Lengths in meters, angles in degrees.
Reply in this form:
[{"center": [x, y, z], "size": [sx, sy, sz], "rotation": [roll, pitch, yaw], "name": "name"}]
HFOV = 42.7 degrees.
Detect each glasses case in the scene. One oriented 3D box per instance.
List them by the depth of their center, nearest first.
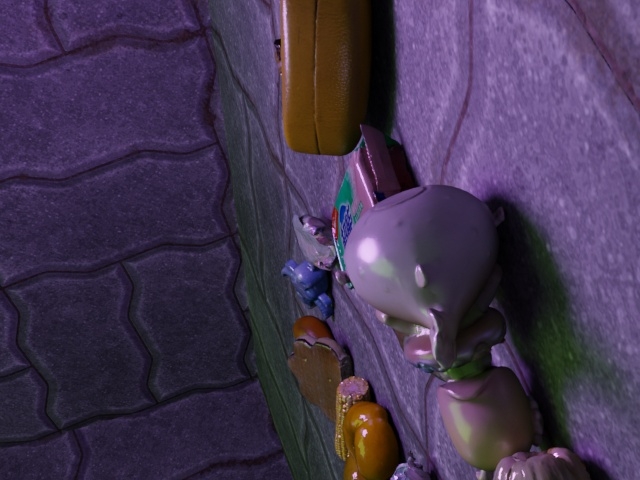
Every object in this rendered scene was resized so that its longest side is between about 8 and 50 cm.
[{"center": [0.014, -0.302, 1.327], "size": [0.173, 0.141, 0.371], "rotation": [-74, -13, -53], "name": "glasses case"}]

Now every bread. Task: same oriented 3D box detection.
[{"center": [0.001, 0.345, 2.137], "size": [0.207, 0.056, 0.286], "rotation": [28, 136, 33], "name": "bread"}]

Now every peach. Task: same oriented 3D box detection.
[{"center": [0.113, 0.446, 1.823], "size": [0.179, 0.103, 0.179], "rotation": [169, 90, -74], "name": "peach"}]

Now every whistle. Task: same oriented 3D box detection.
[{"center": [-0.029, 0.114, 2.119], "size": [0.180, 0.093, 0.269], "rotation": [45, 158, 17], "name": "whistle"}]

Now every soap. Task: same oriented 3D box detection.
[{"center": [0.093, -0.040, 1.403], "size": [0.273, 0.098, 0.217], "rotation": [110, 150, -65], "name": "soap"}]

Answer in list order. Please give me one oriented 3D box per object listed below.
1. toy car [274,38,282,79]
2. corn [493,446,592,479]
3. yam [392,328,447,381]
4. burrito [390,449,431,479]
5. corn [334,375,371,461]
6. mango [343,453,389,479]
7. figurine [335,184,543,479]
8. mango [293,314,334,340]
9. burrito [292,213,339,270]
[{"center": [-0.014, -0.339, 1.544], "size": [0.257, 0.101, 0.124], "rotation": [-156, 51, -76], "name": "toy car"}, {"center": [0.286, 0.391, 0.933], "size": [0.122, 0.123, 0.305], "rotation": [31, -139, -71], "name": "corn"}, {"center": [0.169, 0.143, 1.261], "size": [0.106, 0.106, 0.259], "rotation": [89, 164, -45], "name": "yam"}, {"center": [0.191, 0.598, 1.641], "size": [0.139, 0.101, 0.445], "rotation": [45, 147, 51], "name": "burrito"}, {"center": [0.081, 0.434, 1.971], "size": [0.093, 0.094, 0.244], "rotation": [-119, 24, -51], "name": "corn"}, {"center": [0.123, 0.607, 1.932], "size": [0.237, 0.091, 0.137], "rotation": [70, -155, -11], "name": "mango"}, {"center": [0.165, 0.131, 1.018], "size": [0.274, 0.227, 0.394], "rotation": [-44, -66, -73], "name": "figurine"}, {"center": [-0.006, 0.272, 2.215], "size": [0.184, 0.085, 0.102], "rotation": [37, 136, 43], "name": "mango"}, {"center": [0.000, 0.000, 1.889], "size": [0.143, 0.089, 0.229], "rotation": [64, 170, -9], "name": "burrito"}]
